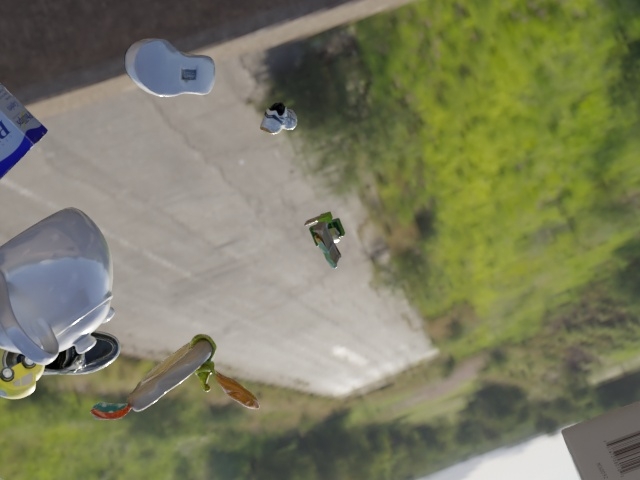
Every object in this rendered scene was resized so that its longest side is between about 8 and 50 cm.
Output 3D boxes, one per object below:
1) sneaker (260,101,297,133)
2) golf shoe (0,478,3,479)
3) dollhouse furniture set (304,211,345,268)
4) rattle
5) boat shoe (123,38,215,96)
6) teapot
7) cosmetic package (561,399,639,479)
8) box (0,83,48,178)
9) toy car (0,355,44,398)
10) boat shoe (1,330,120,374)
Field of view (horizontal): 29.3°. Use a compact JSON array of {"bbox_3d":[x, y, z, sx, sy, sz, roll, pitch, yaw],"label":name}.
[{"bbox_3d":[-0.051,-0.169,1.645,0.083,0.031,0.037,-38,146,-61],"label":"sneaker"},{"bbox_3d":[-0.490,0.305,1.715,0.077,0.198,0.094,5,-120,55],"label":"golf shoe"},{"bbox_3d":[0.000,0.000,2.167,0.058,0.076,0.152,-19,-166,15],"label":"dollhouse furniture set"},{"bbox_3d":[-0.209,0.235,1.726,0.130,0.143,0.199,-2,-147,48],"label":"rattle"},{"bbox_3d":[-0.279,-0.303,2.132,0.088,0.096,0.267,10,-170,22],"label":"boat shoe"},{"bbox_3d":[-0.395,0.085,1.784,0.256,0.187,0.252,-36,-179,-36],"label":"teapot"},{"bbox_3d":[0.492,0.433,1.785,0.155,0.366,0.197,-22,-149,5],"label":"cosmetic package"},{"bbox_3d":[-0.460,-0.145,1.630,0.126,0.137,0.072,-41,-167,14],"label":"box"},{"bbox_3d":[-0.543,0.260,1.914,0.239,0.053,0.225,-36,174,0],"label":"toy car"},{"bbox_3d":[-0.450,0.205,2.176,0.219,0.078,0.070,-8,177,-35],"label":"boat shoe"}]
